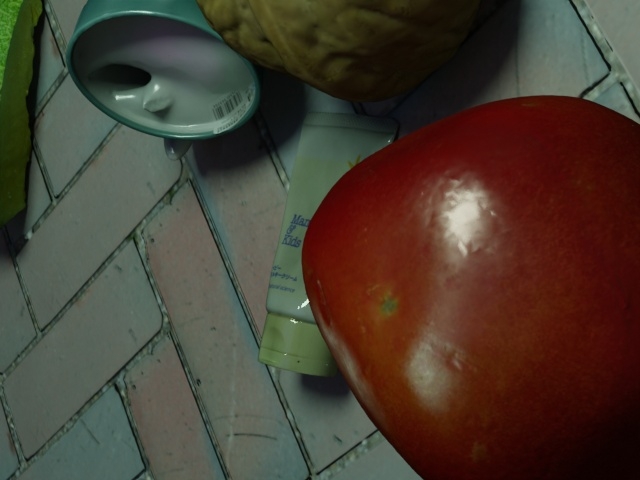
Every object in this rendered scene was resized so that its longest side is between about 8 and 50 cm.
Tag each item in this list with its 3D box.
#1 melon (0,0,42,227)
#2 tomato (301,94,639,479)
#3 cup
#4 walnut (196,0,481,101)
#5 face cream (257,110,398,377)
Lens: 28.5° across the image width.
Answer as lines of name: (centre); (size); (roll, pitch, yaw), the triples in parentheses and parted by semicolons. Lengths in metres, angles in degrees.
melon: (-0.397, -0.181, 1.439); (0.196, 0.124, 0.323); (20, 106, 37)
tomato: (0.117, 0.038, 0.831); (0.298, 0.226, 0.298); (-4, 84, 48)
cup: (-0.122, -0.203, 1.108); (0.299, 0.167, 0.173); (98, -179, -55)
walnut: (0.013, -0.211, 0.940); (0.228, 0.228, 0.228); (1, 91, 46)
face cream: (0.000, 0.000, 1.077); (0.114, 0.070, 0.224); (11, 89, 45)
